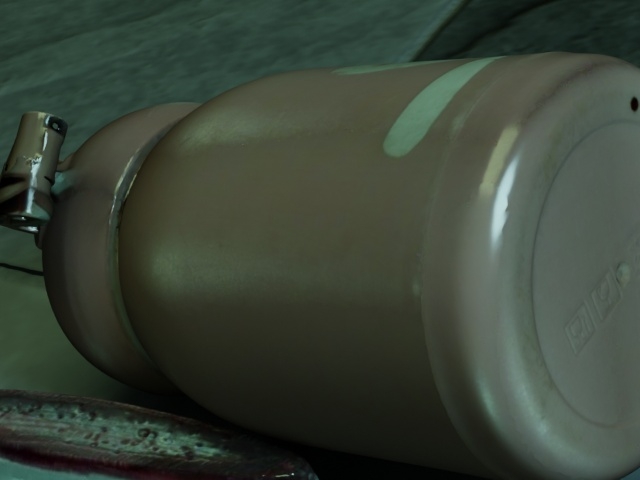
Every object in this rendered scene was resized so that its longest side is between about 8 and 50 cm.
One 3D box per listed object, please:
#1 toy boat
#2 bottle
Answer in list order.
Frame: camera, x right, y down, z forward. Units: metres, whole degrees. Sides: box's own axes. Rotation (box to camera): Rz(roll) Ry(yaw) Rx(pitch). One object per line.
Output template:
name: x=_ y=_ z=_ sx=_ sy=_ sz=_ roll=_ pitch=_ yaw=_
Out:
toy boat: x=-0.091 y=0.103 z=0.813 sx=0.228 sy=0.046 sz=0.080 roll=7 pitch=35 yaw=27
bottle: x=0.000 y=0.000 z=0.779 sx=0.296 sy=0.206 sz=0.173 roll=5 pitch=75 yaw=44
